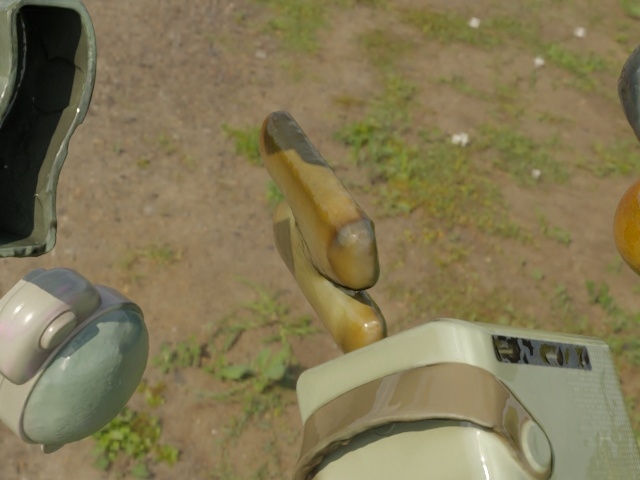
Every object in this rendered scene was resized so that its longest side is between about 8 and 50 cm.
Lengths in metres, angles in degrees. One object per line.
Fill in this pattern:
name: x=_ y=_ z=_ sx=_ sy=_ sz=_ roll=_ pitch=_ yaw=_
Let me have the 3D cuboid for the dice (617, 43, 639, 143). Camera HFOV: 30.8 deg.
dice: x=0.311 y=-0.071 z=0.738 sx=0.181 sy=0.183 sz=0.182 roll=15 pitch=49 yaw=-61

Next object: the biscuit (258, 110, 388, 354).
biscuit: x=0.000 y=0.000 z=1.411 sx=0.062 sy=0.236 sz=0.290 roll=-19 pitch=43 yaw=-13

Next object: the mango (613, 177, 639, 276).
mango: x=0.428 y=-0.017 z=1.202 sx=0.255 sy=0.139 sz=0.175 roll=4 pitch=32 yaw=48

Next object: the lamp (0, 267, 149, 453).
lamp: x=-0.249 y=0.123 z=1.180 sx=0.108 sy=0.246 sz=0.179 roll=29 pitch=66 yaw=22

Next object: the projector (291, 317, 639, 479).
projector: x=0.102 y=0.156 z=0.769 sx=0.243 sy=0.163 sz=0.177 roll=13 pitch=59 yaw=-49

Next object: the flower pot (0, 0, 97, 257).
flower pot: x=-0.278 y=-0.105 z=1.005 sx=0.108 sy=0.229 sz=0.103 roll=16 pitch=3 yaw=38
